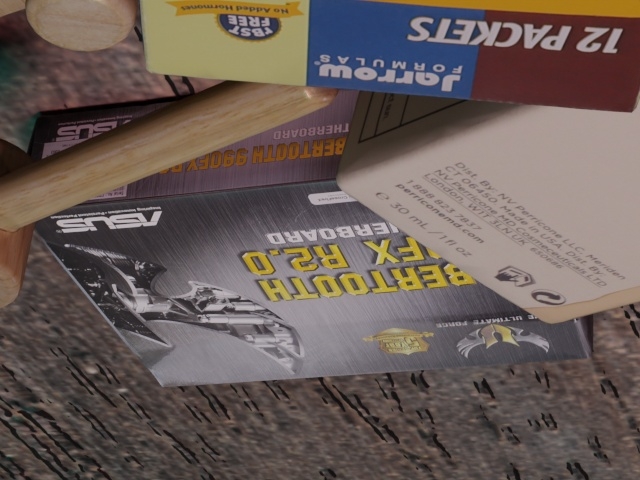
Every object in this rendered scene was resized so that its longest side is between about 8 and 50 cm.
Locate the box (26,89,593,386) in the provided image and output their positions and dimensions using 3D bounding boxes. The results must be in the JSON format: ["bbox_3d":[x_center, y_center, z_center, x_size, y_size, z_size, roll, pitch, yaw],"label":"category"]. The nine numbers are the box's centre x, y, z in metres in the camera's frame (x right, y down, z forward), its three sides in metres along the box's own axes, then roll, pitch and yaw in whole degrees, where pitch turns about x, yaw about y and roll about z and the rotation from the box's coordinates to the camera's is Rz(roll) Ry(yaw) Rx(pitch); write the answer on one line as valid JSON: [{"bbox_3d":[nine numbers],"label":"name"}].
[{"bbox_3d":[0.000,0.000,0.924,0.231,0.056,0.183,-5,148,16],"label":"box"}]

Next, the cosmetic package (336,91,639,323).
[{"bbox_3d":[0.155,-0.091,0.595,0.113,0.160,0.309,33,151,-28],"label":"cosmetic package"}]

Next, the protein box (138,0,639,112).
[{"bbox_3d":[0.029,-0.173,0.486,0.136,0.199,0.201,5,150,1],"label":"protein box"}]

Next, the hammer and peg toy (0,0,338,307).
[{"bbox_3d":[-0.165,-0.122,0.675,0.266,0.127,0.361,-15,144,27],"label":"hammer and peg toy"}]
